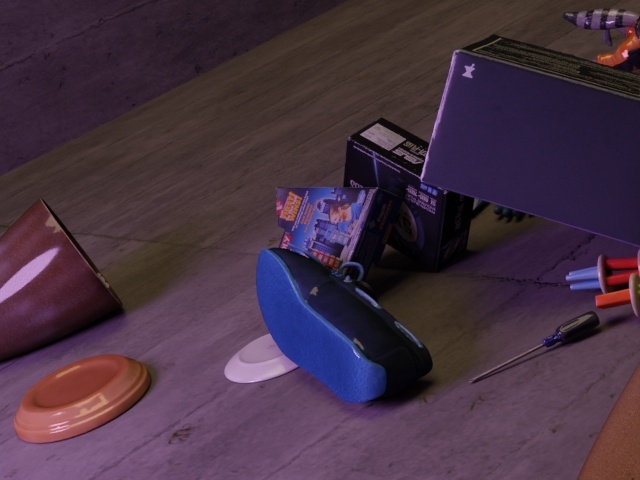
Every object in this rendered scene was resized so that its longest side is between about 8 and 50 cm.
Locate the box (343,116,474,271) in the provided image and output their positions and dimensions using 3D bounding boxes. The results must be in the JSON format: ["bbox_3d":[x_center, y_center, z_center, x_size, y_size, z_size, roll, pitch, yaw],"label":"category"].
[{"bbox_3d":[0.123,-0.066,1.926,0.180,0.147,0.077,32,47,28],"label":"box"}]

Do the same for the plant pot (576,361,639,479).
[{"bbox_3d":[0.293,0.206,1.035,0.254,0.237,0.237,-43,26,-19],"label":"plant pot"}]

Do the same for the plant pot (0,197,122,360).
[{"bbox_3d":[-0.471,0.085,2.155,0.230,0.215,0.215,-37,21,-6],"label":"plant pot"}]

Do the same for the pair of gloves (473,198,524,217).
[{"bbox_3d":[0.266,-0.061,2.068,0.198,0.023,0.159,-11,22,25],"label":"pair of gloves"}]

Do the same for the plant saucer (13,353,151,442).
[{"bbox_3d":[-0.334,0.212,1.883,0.200,0.037,0.200,-18,19,6],"label":"plant saucer"}]

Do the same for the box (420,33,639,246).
[{"bbox_3d":[0.309,-0.134,1.731,0.296,0.182,0.294,17,15,12],"label":"box"}]

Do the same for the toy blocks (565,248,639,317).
[{"bbox_3d":[0.359,0.052,1.609,0.148,0.054,0.123,-10,20,26],"label":"toy blocks"}]

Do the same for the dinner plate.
[{"bbox_3d":[-0.064,0.149,1.823,0.141,0.017,0.141,-16,18,6],"label":"dinner plate"}]

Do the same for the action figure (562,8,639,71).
[{"bbox_3d":[0.569,-0.348,2.340,0.330,0.178,0.341,-14,15,45],"label":"action figure"}]

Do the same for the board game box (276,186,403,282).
[{"bbox_3d":[0.000,0.000,1.924,0.060,0.194,0.194,20,1,-44],"label":"board game box"}]

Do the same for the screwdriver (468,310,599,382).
[{"bbox_3d":[0.246,0.125,1.576,0.170,0.024,0.025,-25,20,-1],"label":"screwdriver"}]

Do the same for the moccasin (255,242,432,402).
[{"bbox_3d":[0.023,0.109,1.709,0.117,0.137,0.342,-9,31,-24],"label":"moccasin"}]
